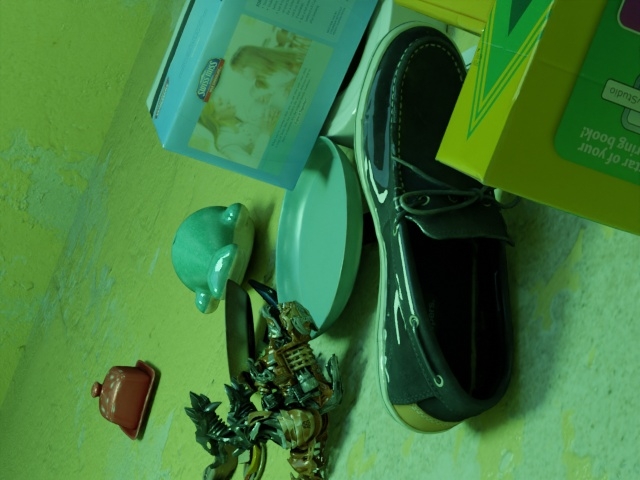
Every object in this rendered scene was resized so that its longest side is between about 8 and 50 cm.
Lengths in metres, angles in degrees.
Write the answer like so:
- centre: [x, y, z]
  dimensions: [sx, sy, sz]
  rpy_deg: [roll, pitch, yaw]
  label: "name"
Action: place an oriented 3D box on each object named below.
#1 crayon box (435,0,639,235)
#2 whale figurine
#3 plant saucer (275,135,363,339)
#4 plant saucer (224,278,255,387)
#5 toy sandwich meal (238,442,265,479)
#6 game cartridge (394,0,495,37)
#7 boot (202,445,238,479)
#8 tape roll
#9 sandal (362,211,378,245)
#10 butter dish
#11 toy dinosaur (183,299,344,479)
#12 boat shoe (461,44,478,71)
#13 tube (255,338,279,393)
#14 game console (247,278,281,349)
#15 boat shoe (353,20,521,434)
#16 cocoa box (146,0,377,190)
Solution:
- centre: [0.315, -0.149, 1.027]
  dimensions: [0.313, 0.363, 0.106]
  rpy_deg: [-69, 23, 10]
  label: "crayon box"
- centre: [-0.201, 0.027, 2.363]
  dimensions: [0.272, 0.141, 0.216]
  rpy_deg: [-119, 48, -77]
  label: "whale figurine"
- centre: [0.000, 0.000, 1.981]
  dimensions: [0.317, 0.044, 0.317]
  rpy_deg: [-174, 90, -71]
  label: "plant saucer"
- centre: [-0.134, 0.163, 2.186]
  dimensions: [0.198, 0.036, 0.198]
  rpy_deg: [-3, -90, -89]
  label: "plant saucer"
- centre: [-0.118, 0.361, 2.124]
  dimensions: [0.085, 0.029, 0.085]
  rpy_deg: [-48, 34, 47]
  label: "toy sandwich meal"
- centre: [0.250, -0.195, 1.313]
  dimensions: [0.052, 0.285, 0.323]
  rpy_deg: [-67, 23, 13]
  label: "game cartridge"
- centre: [-0.179, 0.396, 2.233]
  dimensions: [0.087, 0.042, 0.118]
  rpy_deg: [157, 126, -65]
  label: "boot"
- centre: [0.082, -0.281, 2.012]
  dimensions: [0.286, 0.100, 0.286]
  rpy_deg: [-48, 34, 48]
  label: "tape roll"
- centre: [0.050, -0.017, 1.979]
  dimensions: [0.179, 0.040, 0.067]
  rpy_deg: [-27, 52, 61]
  label: "sandal"
- centre: [-0.435, 0.331, 2.773]
  dimensions: [0.160, 0.118, 0.160]
  rpy_deg: [15, 88, 68]
  label: "butter dish"
- centre: [-0.064, 0.256, 1.889]
  dimensions: [0.218, 0.164, 0.322]
  rpy_deg: [-8, 69, 25]
  label: "toy dinosaur"
- centre: [0.163, -0.150, 1.736]
  dimensions: [0.301, 0.108, 0.102]
  rpy_deg: [-34, 43, 47]
  label: "boat shoe"
- centre: [-0.072, 0.212, 2.090]
  dimensions: [0.070, 0.062, 0.240]
  rpy_deg: [-47, 12, -13]
  label: "tube"
- centre: [-0.089, 0.130, 2.169]
  dimensions: [0.071, 0.107, 0.122]
  rpy_deg: [-47, 20, -10]
  label: "game console"
- centre: [0.149, -0.022, 1.535]
  dimensions: [0.156, 0.187, 0.500]
  rpy_deg: [-16, 73, 58]
  label: "boat shoe"
- centre: [-0.097, -0.295, 2.000]
  dimensions: [0.347, 0.231, 0.228]
  rpy_deg: [-66, 23, 17]
  label: "cocoa box"
